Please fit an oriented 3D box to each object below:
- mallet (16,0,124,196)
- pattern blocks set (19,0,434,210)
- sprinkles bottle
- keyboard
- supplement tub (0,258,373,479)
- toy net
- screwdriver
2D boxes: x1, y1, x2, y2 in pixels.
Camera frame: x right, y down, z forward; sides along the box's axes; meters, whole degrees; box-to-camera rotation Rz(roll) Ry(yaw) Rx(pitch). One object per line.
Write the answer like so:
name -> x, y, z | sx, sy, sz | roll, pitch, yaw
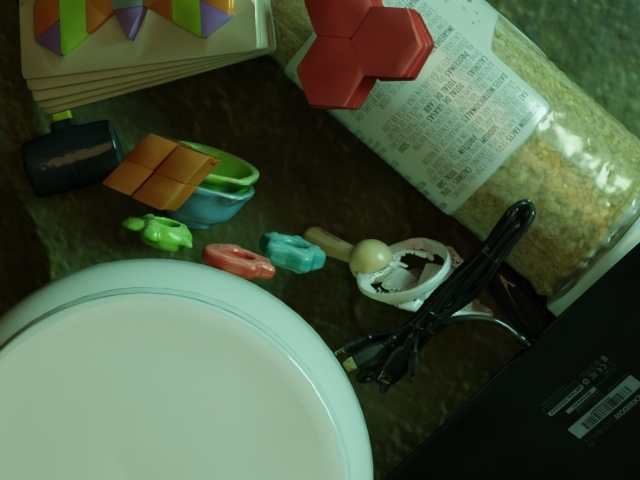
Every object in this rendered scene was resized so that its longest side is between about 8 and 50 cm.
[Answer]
mallet -> -0.166, -0.124, 1.235 | 0.062, 0.039, 0.190 | -8, 85, -2
pattern blocks set -> -0.107, -0.162, 1.154 | 0.325, 0.026, 0.285 | -22, 78, 27
sprinkles bottle -> 0.081, -0.088, 1.203 | 0.355, 0.121, 0.121 | 41, 86, -1
keyboard -> 0.140, 0.069, 1.163 | 0.201, 0.033, 0.317 | 37, 119, -12
supplement tub -> -0.094, 0.129, 1.084 | 0.235, 0.325, 0.235 | 0, 88, -4
toy net -> 0.000, 0.000, 1.195 | 0.232, 0.122, 0.045 | 17, 104, 0
screwdriver -> 0.161, 0.085, 1.251 | 0.024, 0.025, 0.170 | -37, 90, -4
